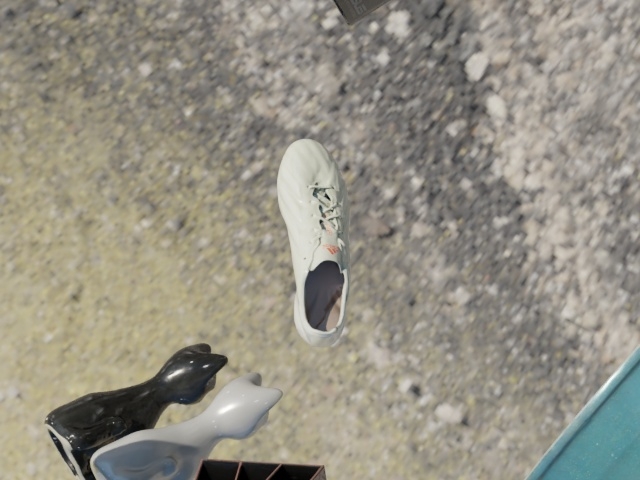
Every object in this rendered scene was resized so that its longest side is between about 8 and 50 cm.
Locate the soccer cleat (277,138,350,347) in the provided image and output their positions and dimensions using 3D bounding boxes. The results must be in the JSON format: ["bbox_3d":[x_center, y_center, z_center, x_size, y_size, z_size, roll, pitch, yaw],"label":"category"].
[{"bbox_3d":[0.000,0.000,1.307,0.068,0.076,0.196,-4,84,-9],"label":"soccer cleat"}]

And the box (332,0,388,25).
[{"bbox_3d":[0.057,-0.272,1.040,0.183,0.233,0.059,-32,69,5],"label":"box"}]

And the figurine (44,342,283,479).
[{"bbox_3d":[-0.161,0.192,1.514,0.215,0.209,0.092,20,138,57],"label":"figurine"}]

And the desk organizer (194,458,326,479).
[{"bbox_3d":[-0.058,0.232,1.281,0.130,0.047,0.050,-1,108,25],"label":"desk organizer"}]

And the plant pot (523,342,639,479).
[{"bbox_3d":[0.361,0.204,1.255,0.255,0.272,0.271,42,130,14],"label":"plant pot"}]
